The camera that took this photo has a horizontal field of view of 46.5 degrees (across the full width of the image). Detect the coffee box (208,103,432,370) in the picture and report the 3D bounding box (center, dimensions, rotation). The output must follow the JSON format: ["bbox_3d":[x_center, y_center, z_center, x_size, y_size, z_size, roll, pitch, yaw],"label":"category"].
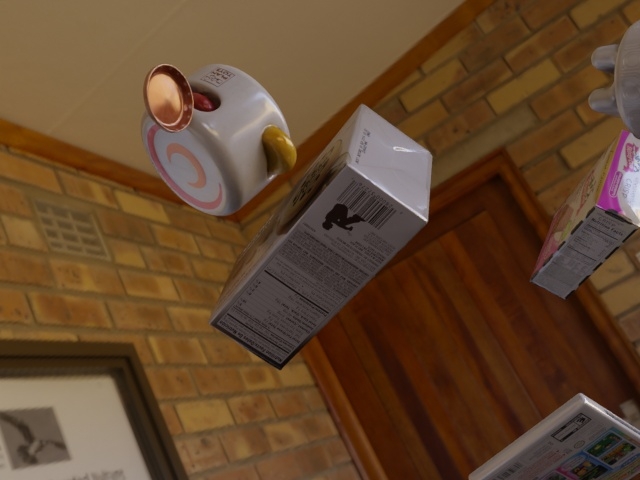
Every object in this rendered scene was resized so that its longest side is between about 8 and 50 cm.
[{"bbox_3d":[0.000,0.000,0.928,0.297,0.119,0.168,-48,14,32],"label":"coffee box"}]

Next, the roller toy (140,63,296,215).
[{"bbox_3d":[-0.144,-0.147,1.065,0.146,0.191,0.209,-45,12,-31],"label":"roller toy"}]

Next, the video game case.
[{"bbox_3d":[0.262,0.239,0.792,0.143,0.019,0.157,32,-64,-26],"label":"video game case"}]

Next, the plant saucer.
[{"bbox_3d":[-0.188,-0.174,0.914,0.013,0.083,0.083,-3,-4,31],"label":"plant saucer"}]

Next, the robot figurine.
[{"bbox_3d":[0.608,-0.260,1.164,0.199,0.300,0.353,-4,6,-43],"label":"robot figurine"}]

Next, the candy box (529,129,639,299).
[{"bbox_3d":[0.414,-0.033,1.133,0.159,0.071,0.233,-59,-6,-31],"label":"candy box"}]
